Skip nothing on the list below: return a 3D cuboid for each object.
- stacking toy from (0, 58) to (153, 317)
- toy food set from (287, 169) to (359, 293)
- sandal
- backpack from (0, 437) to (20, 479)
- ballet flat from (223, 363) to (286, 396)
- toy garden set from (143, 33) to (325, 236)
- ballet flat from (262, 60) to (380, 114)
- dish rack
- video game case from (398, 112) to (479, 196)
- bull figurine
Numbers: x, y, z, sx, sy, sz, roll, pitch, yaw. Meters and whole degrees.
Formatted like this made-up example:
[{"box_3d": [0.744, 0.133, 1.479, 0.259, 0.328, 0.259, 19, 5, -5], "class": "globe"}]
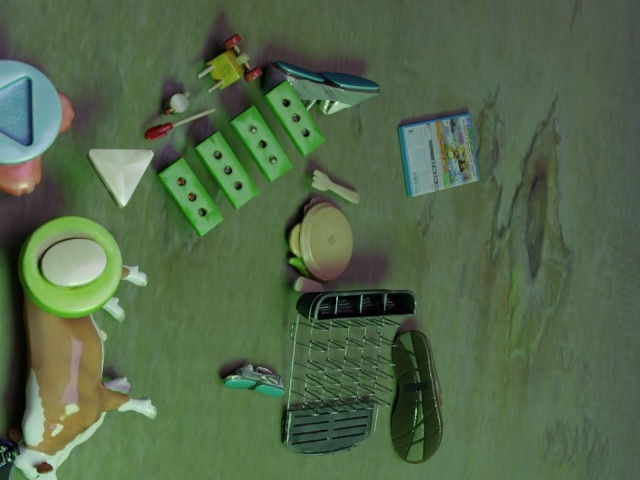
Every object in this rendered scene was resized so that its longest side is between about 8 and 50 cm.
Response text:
[{"box_3d": [-0.351, -0.057, 1.626, 0.279, 0.130, 0.309, 20, 75, -15], "class": "stacking toy"}, {"box_3d": [0.000, 0.000, 2.057, 0.132, 0.038, 0.192, 26, 69, -45], "class": "toy food set"}, {"box_3d": [0.162, 0.256, 2.177, 0.060, 0.090, 0.219, 1, 83, -62], "class": "sandal"}, {"box_3d": [-0.473, 0.296, 1.593, 0.173, 0.117, 0.158, 21, 77, -39], "class": "backpack"}, {"box_3d": [-0.101, 0.205, 1.971, 0.114, 0.041, 0.041, 19, 78, -40], "class": "ballet flat"}, {"box_3d": [-0.143, -0.158, 1.911, 0.244, 0.049, 0.204, -39, 104, -22], "class": "toy garden set"}, {"box_3d": [-0.002, -0.229, 2.039, 0.213, 0.072, 0.068, 5, 114, -40], "class": "ballet flat"}, {"box_3d": [0.038, 0.203, 2.041, 0.208, 0.074, 0.272, 0, 101, -39], "class": "dish rack"}, {"box_3d": [0.201, -0.146, 2.237, 0.166, 0.015, 0.119, -14, 99, -40], "class": "video game case"}, {"box_3d": [-0.319, 0.168, 1.737, 0.188, 0.101, 0.310, -3, 93, -43], "class": "bull figurine"}]
